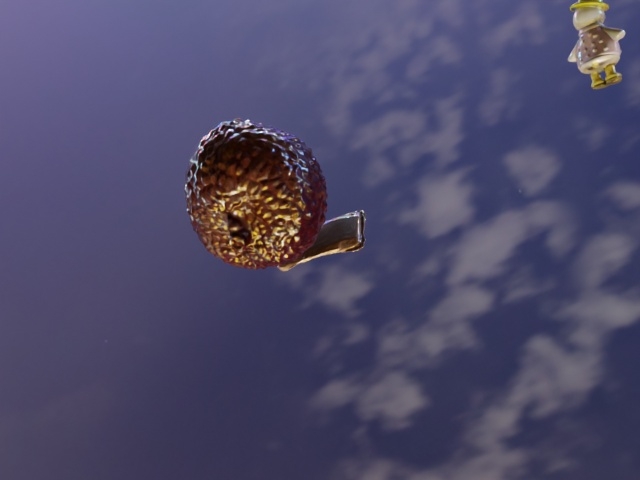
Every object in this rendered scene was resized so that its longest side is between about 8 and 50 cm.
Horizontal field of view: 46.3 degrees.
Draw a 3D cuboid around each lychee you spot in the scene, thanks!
[{"bbox_3d":[-0.110,-0.080,1.291,0.260,0.260,0.261,-16,-129,21],"label":"lychee"}]

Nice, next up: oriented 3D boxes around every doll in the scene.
[{"bbox_3d":[0.550,-0.407,1.504,0.129,0.081,0.207,-22,-107,53],"label":"doll"}]

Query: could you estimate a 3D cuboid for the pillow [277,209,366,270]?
[{"bbox_3d":[0.000,-0.002,1.613,0.211,0.034,0.135,-16,-141,17],"label":"pillow"}]
